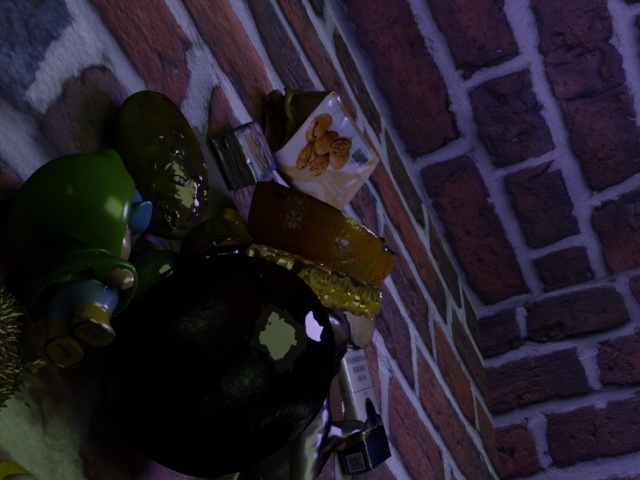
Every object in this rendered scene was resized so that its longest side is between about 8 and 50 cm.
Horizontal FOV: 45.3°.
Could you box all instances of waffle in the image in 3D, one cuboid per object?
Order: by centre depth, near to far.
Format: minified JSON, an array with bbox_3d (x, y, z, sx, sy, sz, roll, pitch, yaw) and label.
[{"bbox_3d":[-0.053,0.047,1.178,0.229,0.219,0.057,20,90,-41],"label":"waffle"}]

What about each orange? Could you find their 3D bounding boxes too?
[{"bbox_3d":[-0.004,0.000,1.411,0.274,0.274,0.310,-87,176,-48],"label":"orange"}]

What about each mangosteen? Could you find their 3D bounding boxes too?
[{"bbox_3d":[-0.132,0.138,0.961,0.300,0.300,0.300,-18,90,-72],"label":"mangosteen"}]

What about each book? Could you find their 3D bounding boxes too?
[{"bbox_3d":[-0.197,-0.047,1.342,0.283,0.025,0.215,67,20,-14],"label":"book"}]

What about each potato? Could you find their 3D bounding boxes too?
[{"bbox_3d":[-0.235,-0.119,1.152,0.149,0.113,0.251,17,59,-58],"label":"potato"},{"bbox_3d":[0.026,0.110,1.703,0.239,0.116,0.299,-75,146,-54],"label":"potato"}]

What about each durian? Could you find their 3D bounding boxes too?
[{"bbox_3d":[-0.320,0.102,0.718,0.208,0.102,0.147,47,24,-60],"label":"durian"}]

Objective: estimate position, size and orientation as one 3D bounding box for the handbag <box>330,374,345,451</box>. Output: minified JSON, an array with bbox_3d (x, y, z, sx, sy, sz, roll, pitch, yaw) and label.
[{"bbox_3d":[-0.010,0.314,1.469,0.151,0.072,0.193,47,28,-53],"label":"handbag"}]

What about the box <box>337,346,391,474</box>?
[{"bbox_3d":[0.074,0.364,1.666,0.168,0.071,0.259,12,60,-70],"label":"box"}]

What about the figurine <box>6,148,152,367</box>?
[{"bbox_3d":[-0.265,0.008,0.848,0.143,0.162,0.263,40,25,-42],"label":"figurine"}]

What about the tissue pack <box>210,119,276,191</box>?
[{"bbox_3d":[-0.150,-0.173,1.538,0.155,0.065,0.116,-53,124,-68],"label":"tissue pack"}]

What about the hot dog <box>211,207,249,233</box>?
[{"bbox_3d":[-0.174,0.067,1.207,0.083,0.068,0.289,43,40,-30],"label":"hot dog"}]

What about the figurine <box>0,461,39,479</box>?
[{"bbox_3d":[-0.281,0.273,0.693,0.130,0.109,0.178,48,16,-1],"label":"figurine"}]

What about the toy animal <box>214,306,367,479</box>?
[{"bbox_3d":[-0.033,0.248,1.228,0.302,0.194,0.344,17,78,-72],"label":"toy animal"}]

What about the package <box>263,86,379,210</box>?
[{"bbox_3d":[-0.023,-0.227,1.887,0.165,0.221,0.311,35,-7,39],"label":"package"}]
